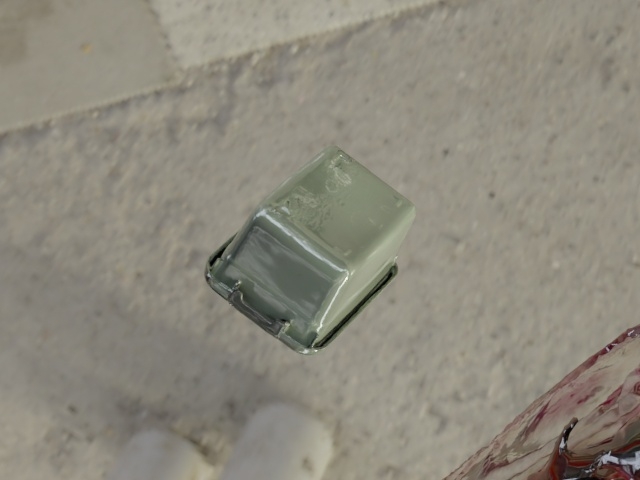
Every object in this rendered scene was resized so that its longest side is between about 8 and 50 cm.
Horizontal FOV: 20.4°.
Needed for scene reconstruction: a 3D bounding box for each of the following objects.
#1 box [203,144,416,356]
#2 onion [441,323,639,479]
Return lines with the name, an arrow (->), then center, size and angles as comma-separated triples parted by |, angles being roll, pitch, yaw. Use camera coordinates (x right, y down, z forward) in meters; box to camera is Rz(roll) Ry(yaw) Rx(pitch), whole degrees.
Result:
box -> 0.000, 0.000, 1.457 | 0.124, 0.172, 0.093 | 36, 128, 8
onion -> 0.153, 0.177, 0.858 | 0.207, 0.216, 0.206 | -42, 87, 20
